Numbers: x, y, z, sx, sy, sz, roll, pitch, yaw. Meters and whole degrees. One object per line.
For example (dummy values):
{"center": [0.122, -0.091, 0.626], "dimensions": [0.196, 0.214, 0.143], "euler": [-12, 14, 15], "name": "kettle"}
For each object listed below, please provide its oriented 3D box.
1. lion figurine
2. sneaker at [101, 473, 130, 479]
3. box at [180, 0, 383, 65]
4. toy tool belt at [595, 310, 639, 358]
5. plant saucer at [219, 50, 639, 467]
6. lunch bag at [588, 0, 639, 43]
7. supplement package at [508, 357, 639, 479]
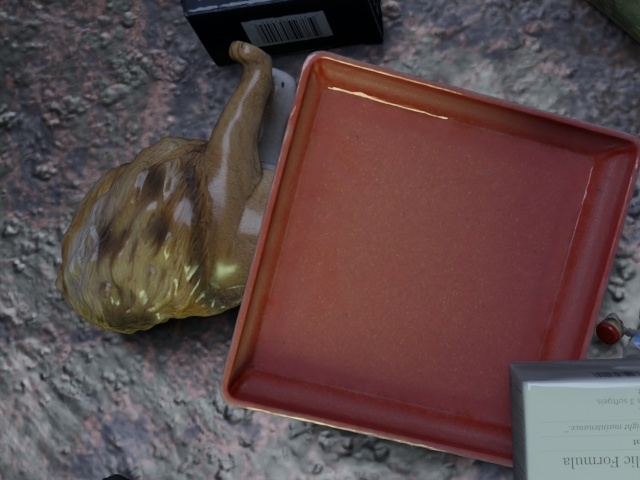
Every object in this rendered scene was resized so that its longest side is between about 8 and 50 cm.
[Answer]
{"center": [0.000, 0.000, 1.197], "dimensions": [0.392, 0.142, 0.240], "euler": [18, 86, 11], "name": "lion figurine"}
{"center": [-0.067, 0.245, 1.170], "dimensions": [0.234, 0.078, 0.106], "euler": [41, 82, 15], "name": "sneaker"}
{"center": [-0.035, -0.268, 1.296], "dimensions": [0.153, 0.108, 0.207], "euler": [-6, 72, 9], "name": "box"}
{"center": [0.255, 0.077, 1.175], "dimensions": [0.083, 0.052, 0.051], "euler": [37, 52, 15], "name": "toy tool belt"}
{"center": [0.078, 0.017, 1.125], "dimensions": [0.259, 0.048, 0.258], "euler": [14, 95, -11], "name": "plant saucer"}
{"center": [0.249, -0.279, 1.177], "dimensions": [0.169, 0.235, 0.287], "euler": [-32, 70, -3], "name": "lunch bag"}
{"center": [0.204, 0.207, 1.055], "dimensions": [0.139, 0.134, 0.244], "euler": [-3, 91, 3], "name": "supplement package"}
